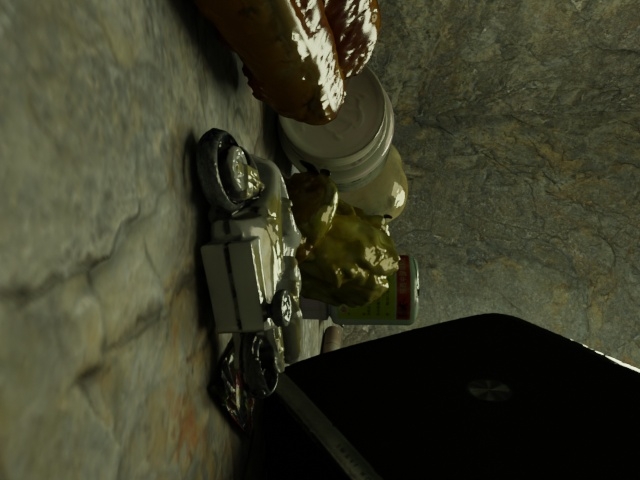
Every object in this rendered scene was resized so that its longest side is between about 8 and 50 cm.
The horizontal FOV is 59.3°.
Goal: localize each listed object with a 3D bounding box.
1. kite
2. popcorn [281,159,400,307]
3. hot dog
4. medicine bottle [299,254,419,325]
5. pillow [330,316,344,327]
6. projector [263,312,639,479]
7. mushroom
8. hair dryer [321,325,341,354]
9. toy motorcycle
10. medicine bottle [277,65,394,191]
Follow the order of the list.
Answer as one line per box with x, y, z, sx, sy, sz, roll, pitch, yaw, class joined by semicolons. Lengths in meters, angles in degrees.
-0.077;0.115;0.568;0.232;0.009;0.189;-75;163;-77;kite
0.008;0.005;0.704;0.173;0.168;0.195;-51;151;-13;popcorn
-0.036;-0.216;0.438;0.158;0.117;0.349;-62;164;-6;hot dog
0.077;0.097;1.108;0.139;0.225;0.139;0;90;-85;medicine bottle
0.041;0.153;1.578;0.179;0.075;0.171;47;37;-87;pillow
0.189;0.274;0.640;0.395;0.405;0.242;23;-61;60;projector
0.103;-0.134;1.430;0.260;0.254;0.234;-48;159;-5;mushroom
0.032;0.383;1.603;0.195;0.054;0.220;-79;168;-70;hair dryer
-0.054;0.014;0.481;0.151;0.074;0.228;-61;142;-69;toy motorcycle
0.025;-0.166;0.836;0.293;0.170;0.170;20;70;-86;medicine bottle
